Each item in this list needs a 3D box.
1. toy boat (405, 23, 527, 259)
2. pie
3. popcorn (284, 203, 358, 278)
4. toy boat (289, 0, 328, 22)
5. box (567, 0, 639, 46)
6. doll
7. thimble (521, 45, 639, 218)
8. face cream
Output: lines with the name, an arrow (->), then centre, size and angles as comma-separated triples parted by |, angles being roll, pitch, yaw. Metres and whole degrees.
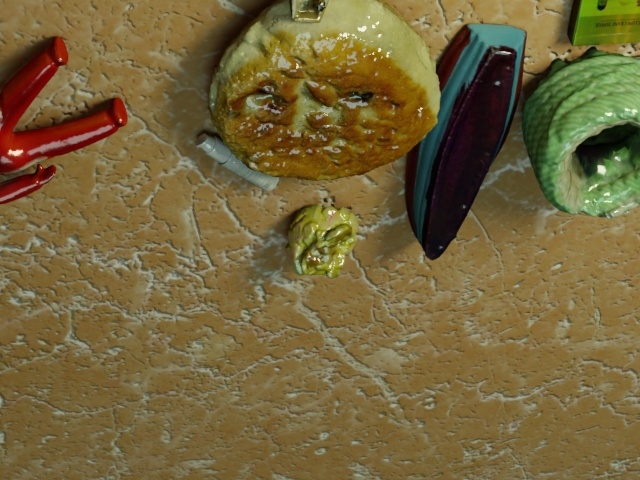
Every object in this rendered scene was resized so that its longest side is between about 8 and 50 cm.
toy boat -> 0.191, -0.124, 2.045 | 0.136, 0.079, 0.392 | 4, 131, -13
pie -> 0.002, -0.188, 1.925 | 0.315, 0.092, 0.315 | -6, 138, -6
popcorn -> -0.001, 0.000, 2.122 | 0.109, 0.089, 0.097 | -29, 122, 22
toy boat -> 0.003, -0.357, 1.736 | 0.068, 0.088, 0.226 | 0, 124, -20
box -> 0.390, -0.334, 1.895 | 0.121, 0.030, 0.193 | -4, 136, -8
doll -> -0.443, -0.107, 1.918 | 0.384, 0.099, 0.188 | -30, 132, 10
thimble -> 0.380, -0.141, 2.004 | 0.218, 0.150, 0.219 | -6, 135, -6
face cream -> -0.114, -0.108, 2.019 | 0.130, 0.034, 0.034 | 28, 124, -34
